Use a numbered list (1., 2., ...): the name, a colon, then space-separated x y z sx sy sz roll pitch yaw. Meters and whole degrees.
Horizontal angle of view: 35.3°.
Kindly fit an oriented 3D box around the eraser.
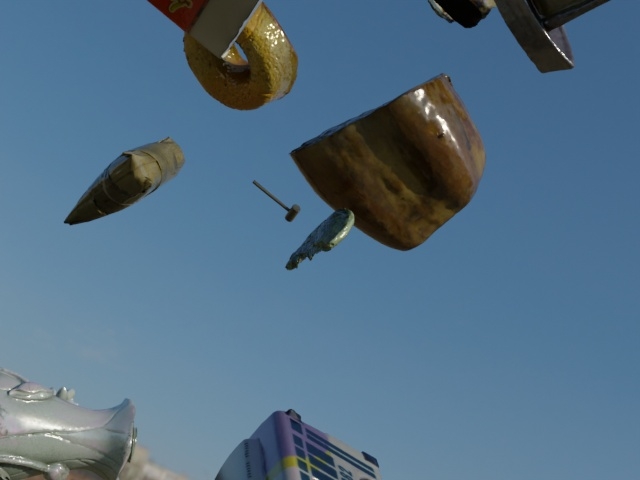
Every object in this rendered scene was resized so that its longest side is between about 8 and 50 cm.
1. eraser: -0.173 -0.353 1.244 0.230 0.038 0.157 38 -47 -5

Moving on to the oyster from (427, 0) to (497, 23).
1. oyster: 0.206 -0.534 1.880 0.354 0.201 0.107 48 -20 6

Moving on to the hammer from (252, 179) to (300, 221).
1. hammer: -0.090 -0.083 1.994 0.110 0.019 0.035 40 -50 1

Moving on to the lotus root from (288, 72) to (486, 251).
1. lotus root: 0.139 -0.140 1.712 0.250 0.316 0.316 53 -26 -8

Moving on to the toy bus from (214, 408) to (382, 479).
1. toy bus: -0.021 0.425 1.369 0.249 0.209 0.440 33 10 -14

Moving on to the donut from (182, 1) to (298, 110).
1. donut: -0.199 -0.438 2.354 0.302 0.110 0.303 21 -46 24

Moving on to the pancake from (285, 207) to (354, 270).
1. pancake: 0.002 -0.005 1.524 0.022 0.116 0.129 48 -34 -15

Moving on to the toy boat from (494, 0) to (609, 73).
1. toy boat: 0.399 -0.452 1.666 0.276 0.111 0.293 53 -50 11

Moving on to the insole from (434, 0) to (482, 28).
1. insole: 0.205 -0.434 1.743 0.188 0.004 0.064 37 -49 -17

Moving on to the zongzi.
1. zongzi: -0.311 -0.090 1.623 0.176 0.160 0.078 -35 -90 26

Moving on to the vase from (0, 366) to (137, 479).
1. vase: -0.591 0.381 1.997 0.445 0.250 0.250 10 -16 -17
